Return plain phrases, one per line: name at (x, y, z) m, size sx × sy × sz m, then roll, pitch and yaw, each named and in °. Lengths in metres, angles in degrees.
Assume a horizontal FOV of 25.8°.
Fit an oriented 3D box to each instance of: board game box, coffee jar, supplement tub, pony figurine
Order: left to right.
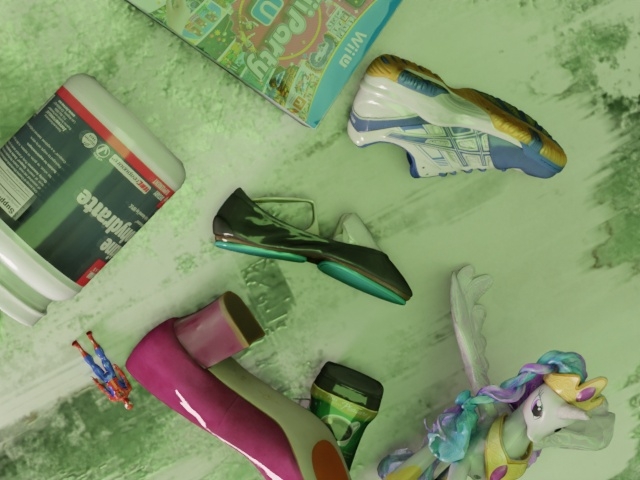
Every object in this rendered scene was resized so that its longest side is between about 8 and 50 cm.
supplement tub at (-0.316, -0.050, 1.695) m, size 0.191 × 0.191 × 0.272 m, roll 44°, pitch 88°, yaw -13°
board game box at (-0.074, -0.316, 1.755) m, size 0.303 × 0.097 × 0.224 m, roll 34°, pitch 91°, yaw -14°
coffee jar at (0.012, 0.258, 1.854) m, size 0.096 × 0.079 × 0.184 m, roll 24°, pitch 93°, yaw -5°
pony figurine at (0.223, 0.240, 1.788) m, size 0.303 × 0.351 × 0.363 m, roll 39°, pitch 108°, yaw -9°

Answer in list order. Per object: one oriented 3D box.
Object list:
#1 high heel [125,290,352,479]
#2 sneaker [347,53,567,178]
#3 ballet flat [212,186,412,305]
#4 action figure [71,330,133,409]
high heel at (-0.095, 0.261, 1.786) m, size 0.181 × 0.127 × 0.377 m, roll -32°, pitch 81°, yaw 23°
sneaker at (0.175, -0.134, 1.834) m, size 0.296 × 0.112 × 0.131 m, roll 23°, pitch 110°, yaw -11°
ballet flat at (0.000, 0.000, 1.814) m, size 0.280 × 0.095 × 0.096 m, roll 19°, pitch 82°, yaw -12°
action figure at (-0.279, 0.174, 1.816) m, size 0.038 × 0.030 × 0.115 m, roll -36°, pitch 104°, yaw -9°
